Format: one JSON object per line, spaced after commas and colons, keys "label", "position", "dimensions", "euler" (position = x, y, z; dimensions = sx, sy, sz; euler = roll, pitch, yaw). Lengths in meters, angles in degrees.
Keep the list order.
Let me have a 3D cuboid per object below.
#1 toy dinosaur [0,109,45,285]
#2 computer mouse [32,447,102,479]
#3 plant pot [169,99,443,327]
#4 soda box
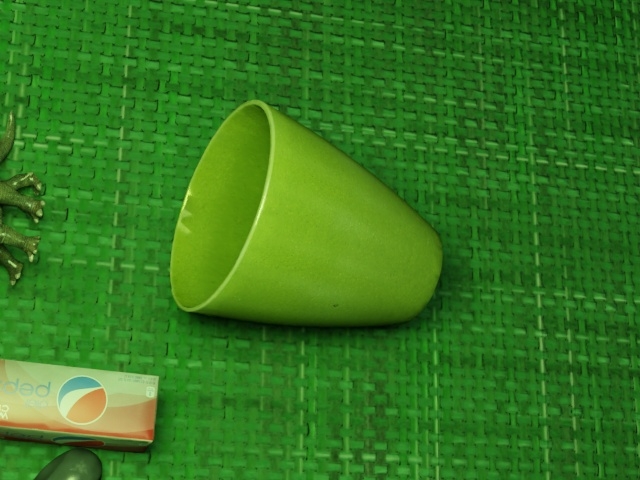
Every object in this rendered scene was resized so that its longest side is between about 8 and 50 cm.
{"label": "toy dinosaur", "position": [-0.432, -0.040, 1.590], "dimensions": [0.160, 0.121, 0.314], "euler": [16, 71, -23]}
{"label": "computer mouse", "position": [-0.344, 0.346, 1.515], "dimensions": [0.071, 0.041, 0.242], "euler": [36, 67, -1]}
{"label": "plant pot", "position": [0.000, 0.000, 1.631], "dimensions": [0.293, 0.275, 0.275], "euler": [19, 66, -24]}
{"label": "soda box", "position": [-0.332, 0.198, 1.543], "dimensions": [0.263, 0.092, 0.084], "euler": [7, 70, -12]}
